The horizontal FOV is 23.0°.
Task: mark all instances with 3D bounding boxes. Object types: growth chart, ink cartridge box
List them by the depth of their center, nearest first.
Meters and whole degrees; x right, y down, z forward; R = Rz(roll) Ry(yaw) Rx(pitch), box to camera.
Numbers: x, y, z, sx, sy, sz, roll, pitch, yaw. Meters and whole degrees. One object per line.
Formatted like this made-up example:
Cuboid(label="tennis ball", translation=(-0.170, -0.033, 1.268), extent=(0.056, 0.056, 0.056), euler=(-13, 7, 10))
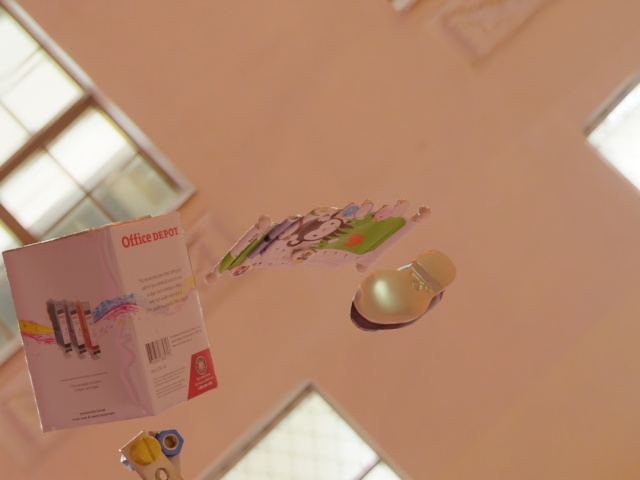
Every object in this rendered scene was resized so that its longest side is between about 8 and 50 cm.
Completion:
Cuboid(label="ink cartridge box", translation=(-0.193, 0.073, 1.462), extent=(0.127, 0.176, 0.128), euler=(-11, 2, 26))
Cuboid(label="growth chart", translation=(0.000, 0.000, 1.842), extent=(0.237, 0.021, 0.172), euler=(-2, -28, -29))

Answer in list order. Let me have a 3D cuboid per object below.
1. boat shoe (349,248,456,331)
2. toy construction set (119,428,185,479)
Cuboid(label="boat shoe", translation=(0.059, 0.045, 1.213), extent=(0.043, 0.049, 0.137), euler=(-46, -10, 33))
Cuboid(label="toy construction set", translation=(-0.164, 0.375, 1.698), extent=(0.215, 0.327, 0.151), euler=(-26, -19, -32))
